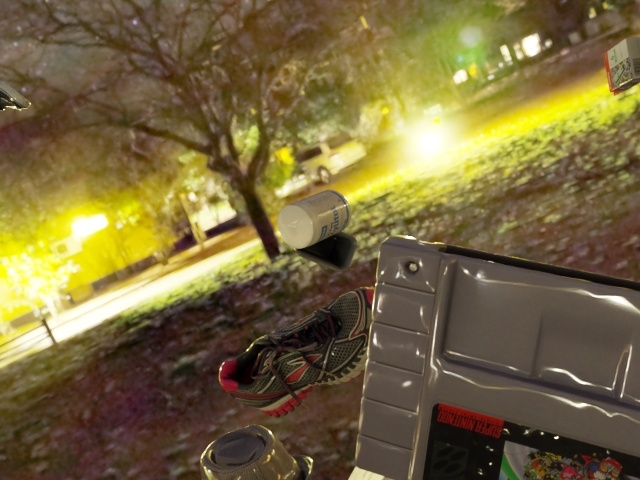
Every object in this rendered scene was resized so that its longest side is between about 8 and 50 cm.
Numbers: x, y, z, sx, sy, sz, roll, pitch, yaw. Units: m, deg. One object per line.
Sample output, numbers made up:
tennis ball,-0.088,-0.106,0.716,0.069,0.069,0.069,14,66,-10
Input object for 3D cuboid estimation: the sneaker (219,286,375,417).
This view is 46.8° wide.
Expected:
sneaker,-0.026,0.168,1.105,0.299,0.112,0.121,-40,39,25

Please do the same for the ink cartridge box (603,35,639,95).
ink cartridge box,0.456,-0.261,1.124,0.029,0.063,0.115,-8,-3,-4

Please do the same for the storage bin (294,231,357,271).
storage bin,0.000,0.000,1.639,0.098,0.135,0.091,-68,23,0

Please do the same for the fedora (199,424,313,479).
fedora,-0.143,0.427,1.373,0.244,0.124,0.275,-26,6,-16

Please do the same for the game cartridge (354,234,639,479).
game cartridge,0.206,0.139,0.610,0.355,0.230,0.068,11,11,22

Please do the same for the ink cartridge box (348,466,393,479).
ink cartridge box,0.154,0.429,1.163,0.117,0.201,0.278,-56,-3,-24

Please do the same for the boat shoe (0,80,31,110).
boat shoe,-0.673,-0.286,1.523,0.183,0.065,0.083,27,78,34

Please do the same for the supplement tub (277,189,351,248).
supplement tub,-0.008,-0.034,1.130,0.071,0.071,0.107,-19,5,39
